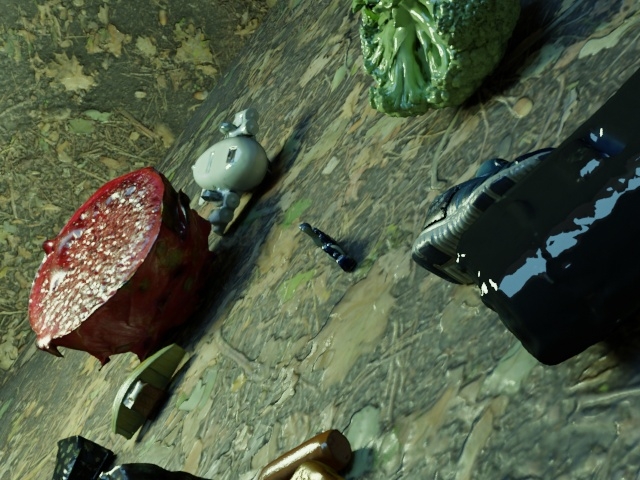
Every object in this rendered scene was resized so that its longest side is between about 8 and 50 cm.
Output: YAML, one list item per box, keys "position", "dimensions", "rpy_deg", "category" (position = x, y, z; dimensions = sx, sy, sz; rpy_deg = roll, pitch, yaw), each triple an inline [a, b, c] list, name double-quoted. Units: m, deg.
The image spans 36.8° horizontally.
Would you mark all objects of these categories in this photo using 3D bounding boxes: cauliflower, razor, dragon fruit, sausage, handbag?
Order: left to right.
- position: [-0.409, 0.402, 1.599]
  dimensions: [0.115, 0.072, 0.139]
  rpy_deg: [-24, 47, 53]
  category: "handbag"
- position: [-0.349, 0.070, 1.778]
  dimensions: [0.371, 0.249, 0.386]
  rpy_deg: [6, 63, 51]
  category: "dragon fruit"
- position: [-0.021, 0.231, 0.980]
  dimensions: [0.131, 0.041, 0.039]
  rpy_deg: [-38, 21, 39]
  category: "sausage"
- position: [0.132, -0.311, 1.284]
  dimensions: [0.275, 0.250, 0.272]
  rpy_deg: [-31, 30, 39]
  category: "cauliflower"
- position: [0.251, -0.055, 0.739]
  dimensions: [0.327, 0.107, 0.189]
  rpy_deg: [-47, 18, 13]
  category: "razor"

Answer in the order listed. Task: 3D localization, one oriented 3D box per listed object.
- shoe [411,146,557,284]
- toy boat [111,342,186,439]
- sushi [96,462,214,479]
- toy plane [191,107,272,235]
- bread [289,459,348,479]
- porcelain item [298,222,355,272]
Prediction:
- position: [0.169, -0.038, 0.932]
  dimensions: [0.207, 0.091, 0.106]
  rpy_deg: [-36, 30, 51]
  category: "shoe"
- position: [-0.282, 0.243, 1.571]
  dimensions: [0.066, 0.065, 0.172]
  rpy_deg: [17, 70, 47]
  category: "toy boat"
- position: [-0.174, 0.353, 0.942]
  dimensions: [0.343, 0.196, 0.182]
  rpy_deg: [-45, 37, 37]
  category: "sushi"
- position: [-0.178, -0.141, 1.931]
  dimensions: [0.267, 0.122, 0.267]
  rpy_deg: [-47, 34, 46]
  category: "toy plane"
- position: [0.014, 0.259, 0.788]
  dimensions: [0.116, 0.077, 0.200]
  rpy_deg: [-55, 20, -13]
  category: "bread"
- position: [0.000, 0.000, 1.304]
  dimensions: [0.021, 0.075, 0.136]
  rpy_deg: [-53, 19, 3]
  category: "porcelain item"
